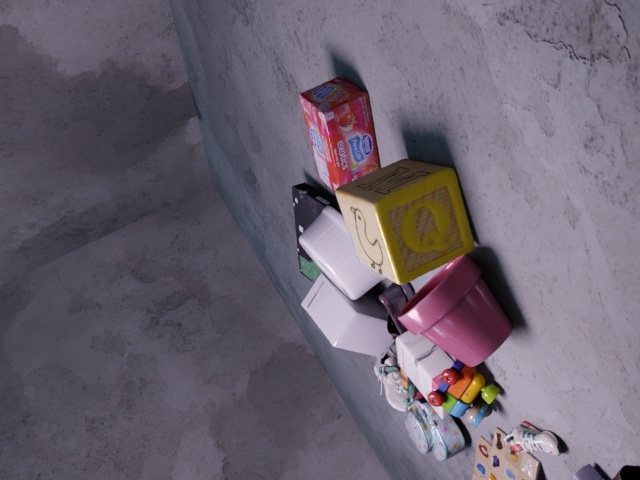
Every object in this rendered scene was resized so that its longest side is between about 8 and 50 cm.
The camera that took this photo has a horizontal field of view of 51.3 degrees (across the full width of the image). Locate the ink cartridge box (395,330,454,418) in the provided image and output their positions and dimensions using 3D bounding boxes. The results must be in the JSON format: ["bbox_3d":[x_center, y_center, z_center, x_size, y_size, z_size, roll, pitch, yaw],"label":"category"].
[{"bbox_3d":[0.313,0.370,1.893,0.218,0.092,0.158,48,160,39],"label":"ink cartridge box"}]

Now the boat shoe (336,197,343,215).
[{"bbox_3d":[0.088,-0.066,1.959,0.152,0.056,0.049,62,161,4],"label":"boat shoe"}]

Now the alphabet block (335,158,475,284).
[{"bbox_3d":[0.174,-0.047,1.395,0.197,0.193,0.192,28,142,66],"label":"alphabet block"}]

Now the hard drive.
[{"bbox_3d":[0.000,0.000,2.212,0.237,0.064,0.338,34,136,50],"label":"hard drive"}]

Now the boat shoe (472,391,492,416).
[{"bbox_3d":[0.400,0.395,1.734,0.135,0.050,0.045,60,180,16],"label":"boat shoe"}]

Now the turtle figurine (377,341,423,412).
[{"bbox_3d":[0.265,0.436,2.140,0.175,0.118,0.234,30,132,49],"label":"turtle figurine"}]

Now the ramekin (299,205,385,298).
[{"bbox_3d":[0.063,0.044,1.948,0.277,0.135,0.277,48,175,5],"label":"ramekin"}]

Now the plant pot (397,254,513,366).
[{"bbox_3d":[0.294,0.157,1.401,0.180,0.201,0.201,45,165,3],"label":"plant pot"}]

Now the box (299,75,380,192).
[{"bbox_3d":[0.052,-0.247,1.615,0.128,0.123,0.256,47,159,46],"label":"box"}]

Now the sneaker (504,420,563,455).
[{"bbox_3d":[0.478,0.462,1.507,0.057,0.075,0.161,64,166,-8],"label":"sneaker"}]

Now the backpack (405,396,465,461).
[{"bbox_3d":[0.353,0.583,2.050,0.188,0.144,0.166,52,157,27],"label":"backpack"}]

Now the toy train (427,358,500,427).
[{"bbox_3d":[0.377,0.340,1.628,0.143,0.105,0.248,35,127,17],"label":"toy train"}]

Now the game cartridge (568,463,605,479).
[{"bbox_3d":[0.606,0.636,1.416,0.230,0.068,0.355,56,165,39],"label":"game cartridge"}]

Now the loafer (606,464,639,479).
[{"bbox_3d":[0.562,0.436,1.186,0.220,0.080,0.078,120,131,-68],"label":"loafer"}]

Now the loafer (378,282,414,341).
[{"bbox_3d":[0.221,0.229,1.948,0.109,0.095,0.302,50,162,41],"label":"loafer"}]

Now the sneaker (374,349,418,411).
[{"bbox_3d":[0.252,0.466,2.267,0.262,0.099,0.121,-128,24,-51],"label":"sneaker"}]

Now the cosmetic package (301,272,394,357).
[{"bbox_3d":[0.101,0.236,2.097,0.224,0.138,0.224,20,-161,-40],"label":"cosmetic package"}]

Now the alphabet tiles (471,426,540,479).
[{"bbox_3d":[0.479,0.677,1.718,0.285,0.011,0.342,-147,60,-64],"label":"alphabet tiles"}]
